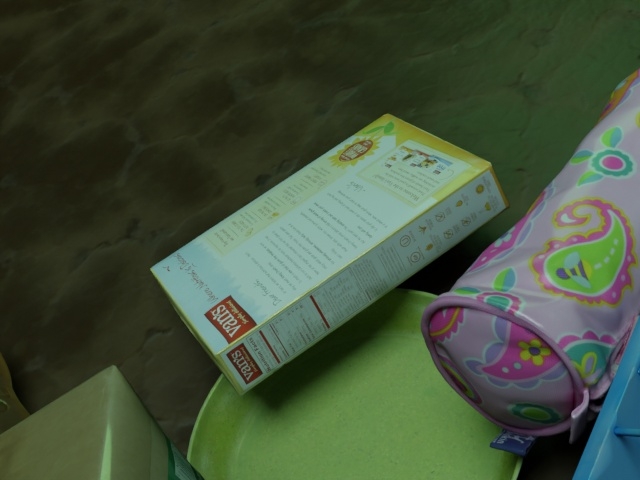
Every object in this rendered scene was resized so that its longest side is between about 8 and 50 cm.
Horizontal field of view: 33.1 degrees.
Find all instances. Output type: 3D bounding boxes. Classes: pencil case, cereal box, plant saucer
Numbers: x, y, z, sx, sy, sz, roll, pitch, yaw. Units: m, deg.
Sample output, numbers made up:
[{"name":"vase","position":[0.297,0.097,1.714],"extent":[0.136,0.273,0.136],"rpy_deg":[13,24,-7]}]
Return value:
[{"name":"pencil case","position":[0.184,0.001,0.693],"extent":[0.124,0.124,0.284],"rpy_deg":[18,51,36]},{"name":"cereal box","position":[0.000,0.000,0.820],"extent":[0.240,0.047,0.173],"rpy_deg":[-34,29,-9]},{"name":"plant saucer","position":[0.025,0.139,0.732],"extent":[0.240,0.037,0.241],"rpy_deg":[-14,47,15]}]

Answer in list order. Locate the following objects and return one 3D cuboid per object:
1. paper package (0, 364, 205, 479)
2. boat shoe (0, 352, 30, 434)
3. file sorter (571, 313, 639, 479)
[{"name":"paper package","position":[-0.175,0.272,0.535],"extent":[0.309,0.168,0.325],"rpy_deg":[-32,25,8]},{"name":"boat shoe","position":[-0.265,0.156,0.842],"extent":[0.073,0.073,0.207],"rpy_deg":[-62,38,21]},{"name":"file sorter","position":[0.216,0.133,0.569],"extent":[0.104,0.118,0.170],"rpy_deg":[-7,45,50]}]
